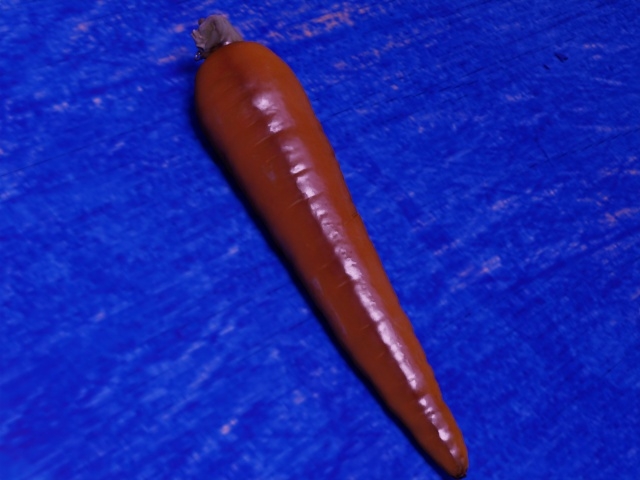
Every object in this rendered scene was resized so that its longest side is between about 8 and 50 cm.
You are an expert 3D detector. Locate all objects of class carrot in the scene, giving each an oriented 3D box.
[{"bbox_3d":[0.000,0.000,1.139,0.069,0.069,0.336,-3,60,-49],"label":"carrot"}]
